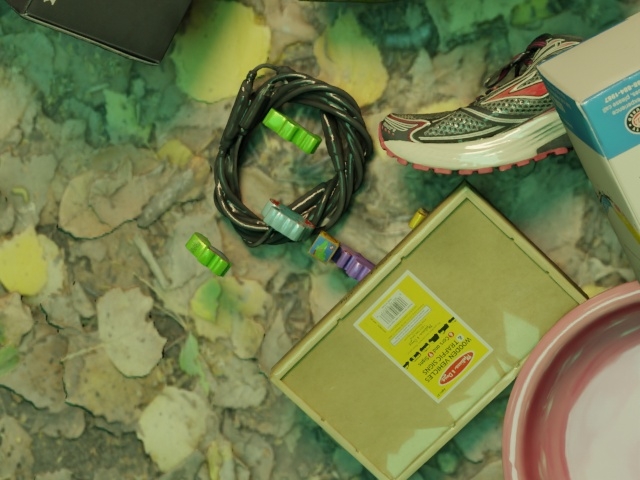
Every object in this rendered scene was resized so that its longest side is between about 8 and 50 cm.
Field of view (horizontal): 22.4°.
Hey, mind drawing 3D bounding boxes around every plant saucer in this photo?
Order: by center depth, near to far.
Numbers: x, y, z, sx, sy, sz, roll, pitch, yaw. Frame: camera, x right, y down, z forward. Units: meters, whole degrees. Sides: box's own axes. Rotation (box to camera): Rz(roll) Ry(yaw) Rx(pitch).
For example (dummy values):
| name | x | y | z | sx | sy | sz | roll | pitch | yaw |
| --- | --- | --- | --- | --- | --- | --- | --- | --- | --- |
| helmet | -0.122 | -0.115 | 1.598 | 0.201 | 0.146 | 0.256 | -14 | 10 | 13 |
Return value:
| name | x | y | z | sx | sy | sz | roll | pitch | yaw |
| --- | --- | --- | --- | --- | --- | --- | --- | --- | --- |
| plant saucer | 0.334 | 0.194 | 1.466 | 0.332 | 0.084 | 0.332 | 1 | 93 | 20 |

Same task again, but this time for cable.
| name | x | y | z | sx | sy | sz | roll | pitch | yaw |
| --- | --- | --- | --- | --- | --- | --- | --- | --- | --- |
| cable | -0.031 | -0.075 | 1.605 | 0.151 | 0.047 | 0.184 | 23 | 103 | 8 |

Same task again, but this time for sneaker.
| name | x | y | z | sx | sy | sz | roll | pitch | yaw |
| --- | --- | --- | --- | --- | --- | --- | --- | --- | --- |
| sneaker | 0.196 | -0.131 | 1.479 | 0.299 | 0.121 | 0.112 | -12 | 98 | 16 |

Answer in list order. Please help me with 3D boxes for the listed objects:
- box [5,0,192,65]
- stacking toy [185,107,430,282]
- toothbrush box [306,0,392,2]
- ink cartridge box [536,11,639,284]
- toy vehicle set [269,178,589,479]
| name | x | y | z | sx | sy | sz | roll | pitch | yaw |
| --- | --- | --- | --- | --- | --- | --- | --- | --- | --- |
| box | -0.221 | -0.393 | 1.525 | 0.312 | 0.179 | 0.343 | 39 | 105 | 39 |
| stacking toy | 0.000 | 0.000 | 1.567 | 0.221 | 0.052 | 0.167 | 34 | 102 | -2 |
| toothbrush box | 0.103 | -0.335 | 1.444 | 0.283 | 0.122 | 0.206 | -5 | 91 | 49 |
| ink cartridge box | 0.313 | -0.066 | 1.320 | 0.171 | 0.168 | 0.232 | -27 | 106 | 3 |
| toy vehicle set | 0.102 | 0.092 | 1.532 | 0.166 | 0.035 | 0.267 | 44 | 101 | -8 |
